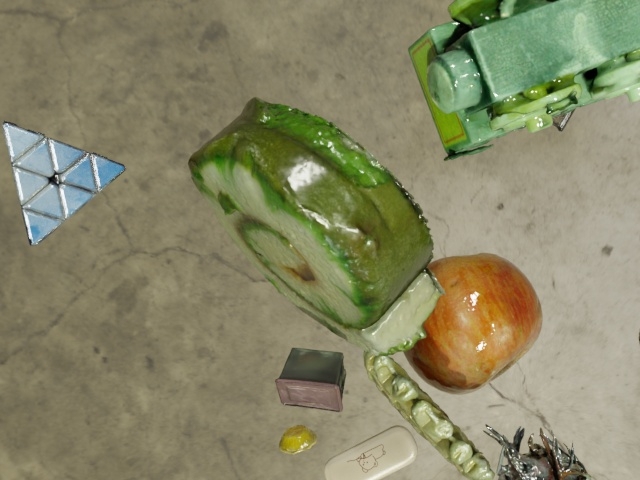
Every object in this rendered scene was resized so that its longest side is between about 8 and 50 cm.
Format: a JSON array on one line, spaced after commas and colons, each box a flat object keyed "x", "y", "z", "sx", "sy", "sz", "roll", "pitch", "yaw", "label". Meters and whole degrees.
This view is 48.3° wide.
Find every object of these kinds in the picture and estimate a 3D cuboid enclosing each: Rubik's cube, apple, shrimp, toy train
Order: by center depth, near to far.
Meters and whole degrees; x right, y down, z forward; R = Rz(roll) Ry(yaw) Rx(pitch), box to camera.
[{"x": 0.223, "y": -0.188, "z": 0.711, "sx": 0.272, "sy": 0.188, "sz": 0.158, "roll": -21, "pitch": 92, "yaw": -10, "label": "toy train"}, {"x": -0.446, "y": -0.072, "z": 1.230, "sx": 0.191, "sy": 0.211, "sz": 0.178, "roll": 5, "pitch": 71, "yaw": 3, "label": "Rubik's cube"}, {"x": 0.412, "y": 0.439, "z": 1.335, "sx": 0.137, "sy": 0.172, "sz": 0.372, "roll": -43, "pitch": 105, "yaw": -23, "label": "shrimp"}, {"x": 0.280, "y": 0.149, "z": 1.415, "sx": 0.302, "sy": 0.301, "sz": 0.301, "roll": -4, "pitch": 76, "yaw": 15, "label": "apple"}]

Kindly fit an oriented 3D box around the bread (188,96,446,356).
[{"x": 0.000, "y": 0.000, "z": 0.922, "sx": 0.382, "sy": 0.366, "sz": 0.129, "roll": 45, "pitch": 73, "yaw": -9, "label": "bread"}]

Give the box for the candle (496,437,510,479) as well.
[{"x": 0.528, "y": 0.612, "z": 1.583, "sx": 0.343, "sy": 0.221, "sz": 0.221, "roll": 32, "pitch": 87, "yaw": 29, "label": "candle"}]

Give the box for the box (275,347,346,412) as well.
[{"x": -0.009, "y": 0.182, "z": 0.941, "sx": 0.085, "sy": 0.060, "sz": 0.063, "roll": 3, "pitch": 46, "yaw": 14, "label": "box"}]

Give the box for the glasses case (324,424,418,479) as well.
[{"x": 0.103, "y": 0.444, "z": 1.443, "sx": 0.196, "sy": 0.050, "sz": 0.083, "roll": -30, "pitch": 72, "yaw": 4, "label": "glasses case"}]

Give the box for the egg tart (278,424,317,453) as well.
[{"x": -0.059, "y": 0.498, "z": 1.804, "sx": 0.105, "sy": 0.105, "sz": 0.039, "roll": -11, "pitch": 104, "yaw": 13, "label": "egg tart"}]

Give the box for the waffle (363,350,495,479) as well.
[{"x": 0.184, "y": 0.312, "z": 1.276, "sx": 0.056, "sy": 0.292, "sz": 0.309, "roll": -44, "pitch": 78, "yaw": -7, "label": "waffle"}]

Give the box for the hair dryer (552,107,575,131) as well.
[{"x": 0.542, "y": -0.315, "z": 1.357, "sx": 0.302, "sy": 0.116, "sz": 0.244, "roll": 41, "pitch": 110, "yaw": 57, "label": "hair dryer"}]

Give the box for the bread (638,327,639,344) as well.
[{"x": 0.578, "y": 0.096, "z": 1.002, "sx": 0.120, "sy": 0.288, "sz": 0.152, "roll": 19, "pitch": 40, "yaw": -9, "label": "bread"}]
